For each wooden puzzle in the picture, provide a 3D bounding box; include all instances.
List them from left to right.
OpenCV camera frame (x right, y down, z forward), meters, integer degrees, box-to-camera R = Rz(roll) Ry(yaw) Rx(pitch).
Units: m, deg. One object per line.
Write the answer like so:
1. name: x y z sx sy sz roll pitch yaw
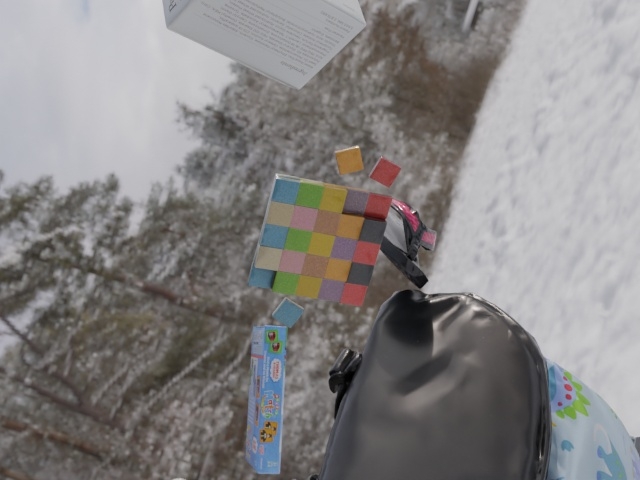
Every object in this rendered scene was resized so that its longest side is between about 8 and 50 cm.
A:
1. wooden puzzle: 0.000 0.000 0.379 0.006 0.049 0.083 -109 32 -65

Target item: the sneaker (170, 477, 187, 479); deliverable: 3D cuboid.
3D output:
1. sneaker: -0.219 0.235 0.707 0.292 0.118 0.110 -17 -23 -41

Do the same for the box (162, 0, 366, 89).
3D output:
1. box: -0.069 -0.288 0.997 0.119 0.182 0.181 -39 49 33

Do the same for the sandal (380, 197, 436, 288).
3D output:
1. sandal: 0.067 -0.012 0.761 0.040 0.067 0.179 -40 12 11

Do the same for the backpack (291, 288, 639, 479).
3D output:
1. backpack: 0.146 0.256 0.720 0.290 0.273 0.355 -66 -28 -43

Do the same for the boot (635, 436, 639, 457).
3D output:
1. boot: 0.382 0.363 1.204 0.219 0.106 0.082 -37 13 -19

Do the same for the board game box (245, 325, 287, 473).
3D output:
1. board game box: -0.084 0.237 1.418 0.160 0.039 0.211 152 122 -78
